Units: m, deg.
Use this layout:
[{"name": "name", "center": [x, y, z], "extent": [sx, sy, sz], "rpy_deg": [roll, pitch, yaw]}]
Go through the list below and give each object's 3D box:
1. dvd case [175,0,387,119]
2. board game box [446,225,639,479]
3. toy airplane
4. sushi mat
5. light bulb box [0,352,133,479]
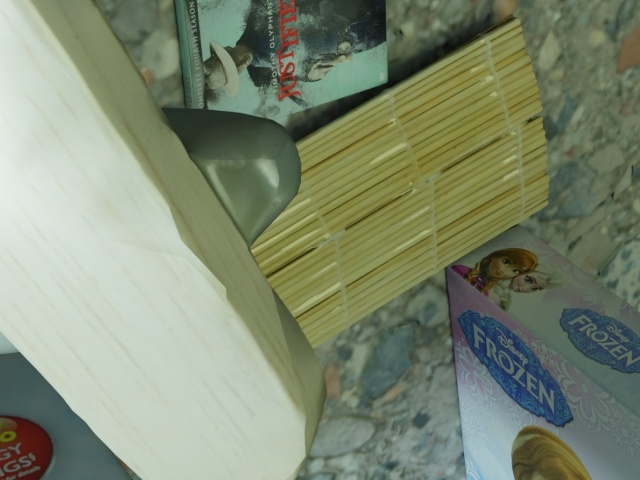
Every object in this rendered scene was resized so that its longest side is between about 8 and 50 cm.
[{"name": "dvd case", "center": [-0.017, -0.106, 0.713], "extent": [0.119, 0.013, 0.087], "rpy_deg": [-19, 126, -24]}, {"name": "board game box", "center": [0.203, 0.197, 0.849], "extent": [0.066, 0.319, 0.318], "rpy_deg": [-25, 128, -21]}, {"name": "toy airplane", "center": [-0.158, -0.107, 0.319], "extent": [0.384, 0.272, 0.386], "rpy_deg": [7, 116, -11]}, {"name": "sushi mat", "center": [0.000, 0.000, 0.783], "extent": [0.316, 0.019, 0.151], "rpy_deg": [-31, 133, -16]}, {"name": "light bulb box", "center": [-0.209, 0.254, 0.560], "extent": [0.358, 0.361, 0.225], "rpy_deg": [-20, 125, -25]}]
